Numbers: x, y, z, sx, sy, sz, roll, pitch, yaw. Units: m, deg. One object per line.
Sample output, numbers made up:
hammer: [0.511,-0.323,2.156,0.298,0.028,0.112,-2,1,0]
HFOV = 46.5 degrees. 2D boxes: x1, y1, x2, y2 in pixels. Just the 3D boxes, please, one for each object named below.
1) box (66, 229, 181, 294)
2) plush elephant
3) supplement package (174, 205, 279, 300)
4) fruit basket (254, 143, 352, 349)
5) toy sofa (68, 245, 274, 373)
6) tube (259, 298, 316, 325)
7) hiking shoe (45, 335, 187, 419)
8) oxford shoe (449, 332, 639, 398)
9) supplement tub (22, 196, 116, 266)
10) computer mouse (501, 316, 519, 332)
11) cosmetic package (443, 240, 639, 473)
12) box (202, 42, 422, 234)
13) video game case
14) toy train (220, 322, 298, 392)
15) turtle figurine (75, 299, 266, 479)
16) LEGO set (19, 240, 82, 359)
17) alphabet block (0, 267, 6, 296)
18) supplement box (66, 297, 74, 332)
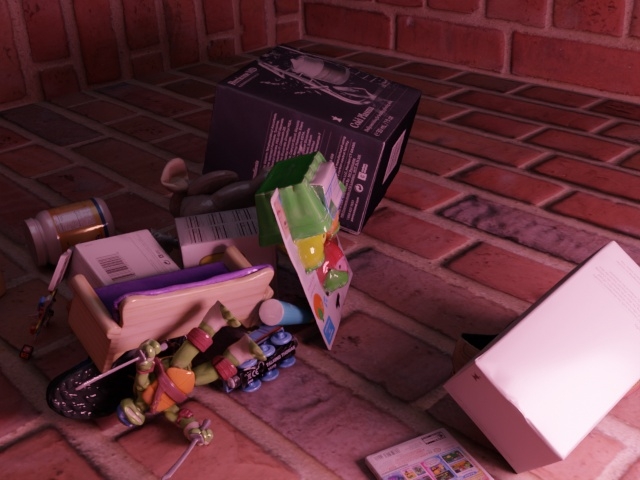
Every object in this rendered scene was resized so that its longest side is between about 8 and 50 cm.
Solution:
box: [-0.406,0.089,1.574,0.182,0.119,0.181,-16,51,-44]
plush elephant: [-0.269,-0.073,1.834,0.330,0.271,0.255,-11,33,-10]
supplement package: [-0.209,0.049,1.676,0.203,0.194,0.149,-9,29,-12]
fruit basket: [0.000,0.000,1.590,0.166,0.353,0.327,-19,21,20]
toy sofa: [-0.273,0.101,1.410,0.363,0.177,0.150,-12,46,-42]
tube: [-0.061,0.152,1.543,0.080,0.052,0.207,15,-2,22]
hiking shoe: [-0.398,0.247,1.422,0.132,0.113,0.304,9,19,37]
oxford shoe: [0.413,0.224,1.354,0.349,0.130,0.123,-2,26,0]
supplement tub: [-0.638,-0.020,1.902,0.200,0.144,0.144,-19,31,-28]
computer mouse: [0.471,0.175,1.510,0.272,0.072,0.188,-17,31,-26]
cosmetic package: [0.409,0.188,1.236,0.366,0.155,0.197,-33,77,-24]
box: [-0.011,-0.310,2.137,0.472,0.297,0.480,20,32,10]
video game case: [0.174,0.374,1.204,0.157,0.019,0.143,-14,30,-23]
toy train: [-0.128,0.229,1.452,0.105,0.080,0.184,12,29,40]
turtle figurine: [-0.224,0.245,1.266,0.266,0.274,0.198,-40,82,-12]
LEGO set: [-0.578,0.120,1.562,0.060,0.244,0.182,21,7,-11]
alphabet block: [-0.870,0.065,1.698,0.194,0.197,0.192,8,30,21]
supplement box: [-0.468,0.122,1.683,0.080,0.078,0.233,7,29,17]
